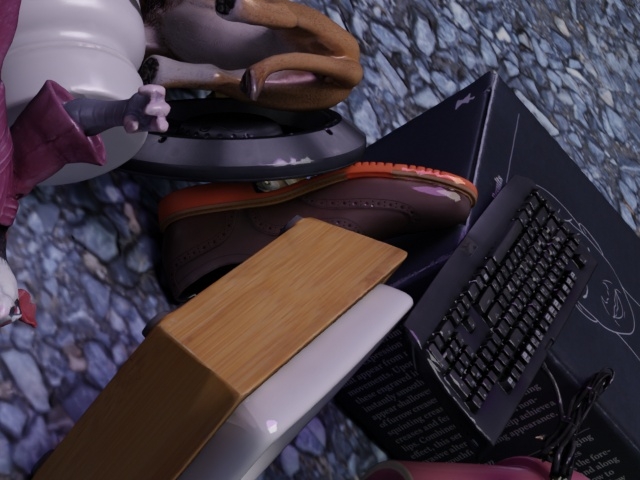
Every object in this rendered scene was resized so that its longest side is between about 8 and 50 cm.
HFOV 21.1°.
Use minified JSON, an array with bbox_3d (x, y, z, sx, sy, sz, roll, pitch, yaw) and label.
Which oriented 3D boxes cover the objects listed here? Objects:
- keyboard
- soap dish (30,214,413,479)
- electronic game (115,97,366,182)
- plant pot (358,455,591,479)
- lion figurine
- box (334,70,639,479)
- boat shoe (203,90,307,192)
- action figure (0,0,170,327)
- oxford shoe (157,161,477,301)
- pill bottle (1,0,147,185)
[{"bbox_3d":[0.176,0.080,1.415,0.201,0.033,0.317,55,34,-10],"label":"keyboard"},{"bbox_3d":[-0.071,0.113,1.264,0.118,0.229,0.291,43,30,6],"label":"soap dish"},{"bbox_3d":[-0.076,-0.081,1.435,0.229,0.229,0.048,-27,121,-59],"label":"electronic game"},{"bbox_3d":[0.117,0.268,1.438,0.180,0.201,0.201,20,46,-26],"label":"plant pot"},{"bbox_3d":[-0.067,-0.173,1.474,0.240,0.142,0.392,13,19,-38],"label":"lion figurine"},{"bbox_3d":[0.191,0.096,1.653,0.395,0.212,0.293,47,33,-21],"label":"box"},{"bbox_3d":[-0.065,-0.081,1.608,0.153,0.048,0.056,42,22,-38],"label":"boat shoe"},{"bbox_3d":[-0.271,-0.081,1.141,0.248,0.276,0.370,-35,134,-40],"label":"action figure"},{"bbox_3d":[0.000,0.000,1.445,0.097,0.271,0.098,65,19,-65],"label":"oxford shoe"},{"bbox_3d":[-0.227,-0.197,1.350,0.161,0.161,0.283,19,49,-47],"label":"pill bottle"}]
